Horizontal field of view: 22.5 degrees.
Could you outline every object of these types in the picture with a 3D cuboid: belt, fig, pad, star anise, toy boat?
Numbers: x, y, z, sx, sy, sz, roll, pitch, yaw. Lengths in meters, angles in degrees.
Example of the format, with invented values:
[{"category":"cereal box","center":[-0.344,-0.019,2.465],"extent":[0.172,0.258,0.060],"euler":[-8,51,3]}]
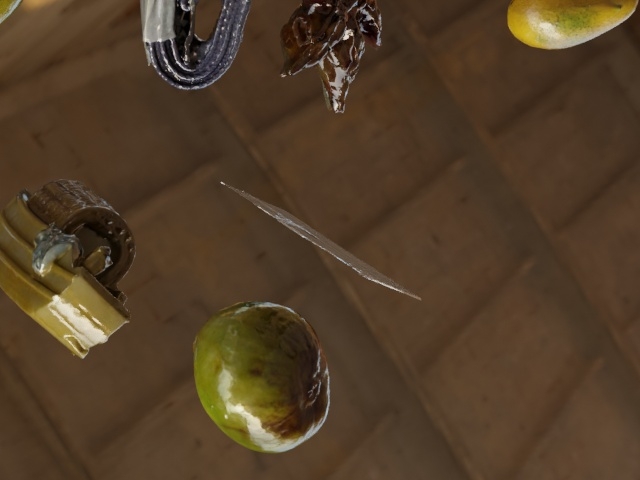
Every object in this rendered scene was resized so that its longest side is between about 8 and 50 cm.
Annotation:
[{"category":"belt","center":[-0.153,-0.301,1.936],"extent":[0.140,0.230,0.126],"euler":[3,-162,-6]},{"category":"fig","center":[-0.054,0.131,1.561],"extent":[0.136,0.121,0.153],"euler":[9,-123,-57]},{"category":"pad","center":[0.000,0.000,1.839],"extent":[0.232,0.004,0.156],"euler":[33,-175,31]},{"category":"star anise","center":[0.028,-0.267,1.626],"extent":[0.288,0.088,0.288],"euler":[-47,-34,-48]},{"category":"toy boat","center":[-0.216,0.011,1.356],"extent":[0.115,0.310,0.089],"euler":[-47,-70,-7]}]

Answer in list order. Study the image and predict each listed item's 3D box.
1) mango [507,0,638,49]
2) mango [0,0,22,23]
[{"category":"mango","center":[0.218,-0.201,1.390],"extent":[0.079,0.114,0.057],"euler":[-72,-32,-63]},{"category":"mango","center":[-0.353,-0.257,1.590],"extent":[0.122,0.085,0.191],"euler":[28,-112,5]}]
